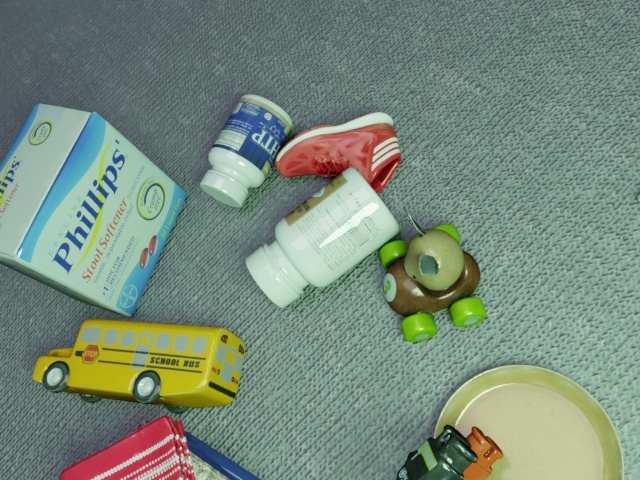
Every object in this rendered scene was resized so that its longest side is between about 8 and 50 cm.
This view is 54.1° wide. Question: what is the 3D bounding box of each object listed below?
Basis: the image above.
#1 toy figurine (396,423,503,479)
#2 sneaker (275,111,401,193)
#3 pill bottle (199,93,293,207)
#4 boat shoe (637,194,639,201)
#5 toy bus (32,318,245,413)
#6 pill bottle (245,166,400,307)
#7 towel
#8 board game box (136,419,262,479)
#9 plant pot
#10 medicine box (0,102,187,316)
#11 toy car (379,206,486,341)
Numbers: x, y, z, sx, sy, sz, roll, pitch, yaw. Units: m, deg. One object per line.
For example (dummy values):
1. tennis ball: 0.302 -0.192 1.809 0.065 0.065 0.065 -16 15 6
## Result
1. toy figurine: 0.173 0.327 0.703 0.148 0.213 0.209 -48 61 6
2. sneaker: 0.033 -0.131 1.078 0.221 0.087 0.128 -22 59 11
3. pill bottle: -0.138 -0.160 1.140 0.112 0.112 0.186 20 75 27
4. boat shoe: 0.495 -0.020 0.870 0.043 0.049 0.137 -25 58 12
5. toy bus: -0.302 0.205 1.034 0.333 0.108 0.130 1 66 21
6. pill bottle: 0.000 0.000 1.000 0.229 0.131 0.131 -37 59 5
7. towel: -0.237 0.389 0.805 0.199 0.031 0.274 -28 60 8
8. board game box: -0.209 0.442 0.870 0.232 0.141 0.291 22 75 28
9. plant pot: 0.268 0.284 0.825 0.236 0.032 0.236 -9 64 18
10. medicine box: -0.408 -0.044 1.085 0.149 0.289 0.263 13 72 26
11. toy car: 0.146 0.036 0.895 0.149 0.188 0.155 -20 61 11
